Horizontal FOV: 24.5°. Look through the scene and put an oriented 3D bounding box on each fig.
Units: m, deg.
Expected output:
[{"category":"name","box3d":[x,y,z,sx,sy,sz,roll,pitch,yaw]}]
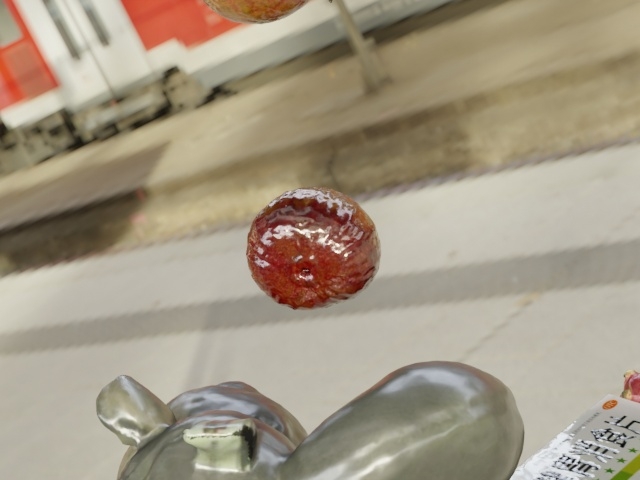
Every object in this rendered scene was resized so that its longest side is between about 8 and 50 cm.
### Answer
[{"category":"fig","box3d":[-0.008,0.009,1.321,0.119,0.119,0.153,-28,-1,-4]}]

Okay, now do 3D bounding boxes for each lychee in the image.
[{"category":"lychee","box3d":[-0.035,-0.204,1.067,0.114,0.140,0.101,-44,29,5]}]

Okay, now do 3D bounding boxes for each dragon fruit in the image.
[{"category":"dragon fruit","box3d":[0.512,0.245,2.272,0.086,0.081,0.116,-13,17,-9]}]

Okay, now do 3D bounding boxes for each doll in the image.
[{"category":"doll","box3d":[-0.014,0.228,1.252,0.378,0.252,0.382,-3,-1,8]}]

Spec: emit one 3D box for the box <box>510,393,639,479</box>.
[{"category":"box","box3d":[0.296,0.300,1.522,0.173,0.145,0.333,13,25,36]}]
